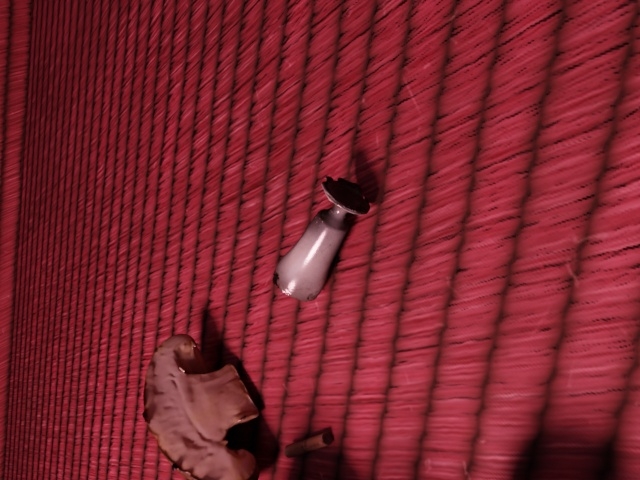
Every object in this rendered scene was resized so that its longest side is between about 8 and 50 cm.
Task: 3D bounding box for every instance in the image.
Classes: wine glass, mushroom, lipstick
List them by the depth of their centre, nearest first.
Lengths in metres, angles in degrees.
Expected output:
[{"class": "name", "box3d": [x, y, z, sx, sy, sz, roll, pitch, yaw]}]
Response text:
[{"class": "wine glass", "box3d": [0.000, 0.000, 0.733, 0.072, 0.072, 0.155, 54, 128, 35]}, {"class": "lipstick", "box3d": [-0.018, 0.277, 0.788, 0.094, 0.019, 0.018, -38, 62, 43]}, {"class": "mushroom", "box3d": [-0.184, 0.292, 0.923, 0.285, 0.156, 0.151, 53, 156, 37]}]
